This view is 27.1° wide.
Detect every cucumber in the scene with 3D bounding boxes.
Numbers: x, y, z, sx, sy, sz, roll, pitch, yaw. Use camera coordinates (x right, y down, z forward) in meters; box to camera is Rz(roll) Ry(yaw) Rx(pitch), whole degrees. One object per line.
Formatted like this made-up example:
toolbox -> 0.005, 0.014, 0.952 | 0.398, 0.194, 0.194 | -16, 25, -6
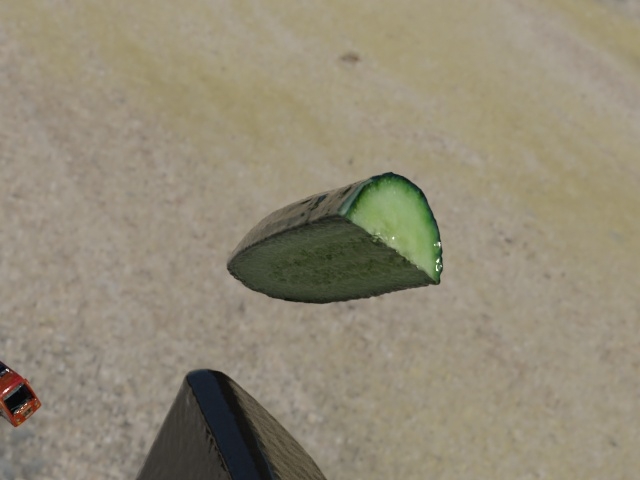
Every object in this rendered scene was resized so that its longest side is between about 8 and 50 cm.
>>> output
cucumber -> 0.000, 0.000, 1.084 | 0.115, 0.063, 0.244 | 32, -25, -26

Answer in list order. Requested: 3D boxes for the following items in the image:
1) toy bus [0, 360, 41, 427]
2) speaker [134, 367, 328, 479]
toy bus -> -0.265, 0.104, 1.039 | 0.110, 0.043, 0.031 | 26, 57, 37
speaker -> -0.004, 0.270, 0.912 | 0.184, 0.180, 0.388 | 18, 19, -29
